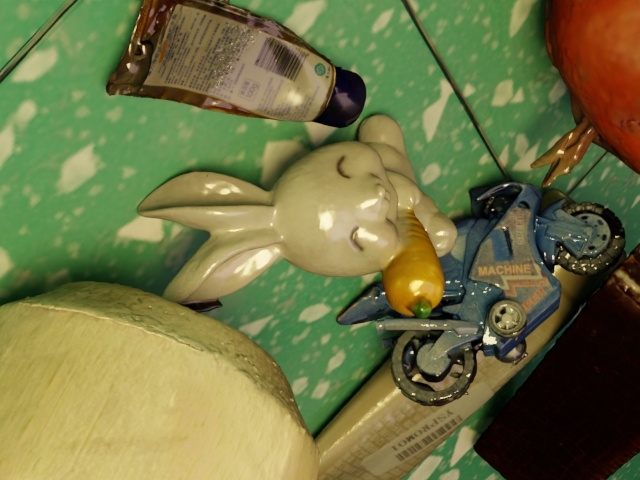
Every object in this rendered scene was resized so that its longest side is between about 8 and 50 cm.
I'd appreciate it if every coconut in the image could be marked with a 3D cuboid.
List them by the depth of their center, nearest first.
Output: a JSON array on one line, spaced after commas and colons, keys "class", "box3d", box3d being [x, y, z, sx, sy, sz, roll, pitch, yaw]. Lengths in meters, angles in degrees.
[{"class": "coconut", "box3d": [-0.119, 0.146, 0.585, 0.234, 0.224, 0.224, -67, 151, -23]}]

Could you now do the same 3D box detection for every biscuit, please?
[{"class": "biscuit", "box3d": [0.226, 0.129, 0.948, 0.073, 0.107, 0.388, -41, 165, -24]}]

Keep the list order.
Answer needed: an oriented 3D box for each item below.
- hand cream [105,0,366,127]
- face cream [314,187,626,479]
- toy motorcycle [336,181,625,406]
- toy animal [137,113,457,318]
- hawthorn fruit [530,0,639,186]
[{"class": "hand cream", "box3d": [-0.042, -0.092, 0.625, 0.163, 0.039, 0.062, 10, 116, -44]}, {"class": "face cream", "box3d": [0.097, 0.107, 0.925, 0.341, 0.084, 0.137, -47, 144, 6]}, {"class": "toy motorcycle", "box3d": [0.118, 0.026, 0.840, 0.205, 0.114, 0.076, -39, 158, -6]}, {"class": "toy animal", "box3d": [0.000, 0.000, 0.673, 0.127, 0.131, 0.182, -27, 174, 32]}, {"class": "hawthorn fruit", "box3d": [0.256, -0.132, 0.732, 0.307, 0.276, 0.276, -32, 152, 26]}]
